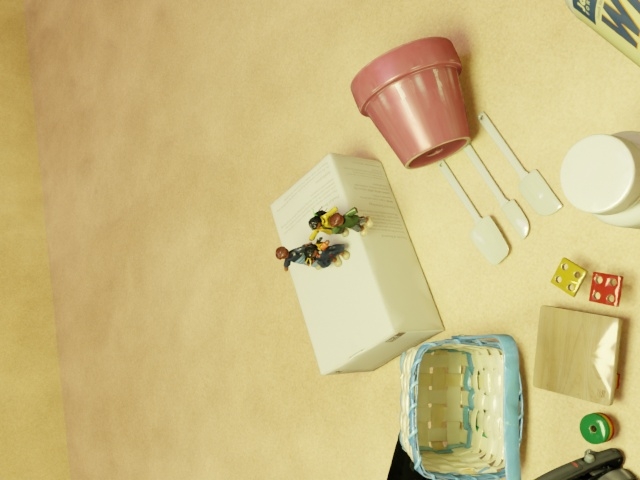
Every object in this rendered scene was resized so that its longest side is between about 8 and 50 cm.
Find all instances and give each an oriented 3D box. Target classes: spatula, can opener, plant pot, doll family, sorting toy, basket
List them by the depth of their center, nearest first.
[{"bbox_3d":[0.375,0.348,1.116,0.073,0.186,0.059,-156,62,-66],"label":"can opener"},{"bbox_3d":[0.407,0.167,1.186,0.132,0.046,0.275,7,93,47],"label":"sorting toy"},{"bbox_3d":[0.239,0.268,1.224,0.289,0.200,0.255,174,98,-78],"label":"basket"},{"bbox_3d":[0.299,-0.096,1.343,0.168,0.019,0.242,-50,54,34],"label":"spatula"},{"bbox_3d":[0.178,-0.236,1.366,0.201,0.201,0.180,-31,76,42],"label":"plant pot"},{"bbox_3d":[0.000,0.000,1.367,0.076,0.111,0.193,51,118,34],"label":"doll family"}]

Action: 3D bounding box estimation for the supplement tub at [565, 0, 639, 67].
[{"bbox_3d":[0.476,-0.352,1.011,0.235,0.235,0.325,-56,51,29],"label":"supplement tub"}]

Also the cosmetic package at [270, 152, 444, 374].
[{"bbox_3d":[0.062,0.048,1.492,0.217,0.156,0.385,-36,63,40],"label":"cosmetic package"}]

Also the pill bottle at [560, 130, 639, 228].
[{"bbox_3d":[0.432,-0.081,1.042,0.131,0.229,0.131,-4,85,47],"label":"pill bottle"}]

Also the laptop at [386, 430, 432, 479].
[{"bbox_3d":[0.221,0.513,1.388,0.264,0.136,0.235,-138,61,-69],"label":"laptop"}]
